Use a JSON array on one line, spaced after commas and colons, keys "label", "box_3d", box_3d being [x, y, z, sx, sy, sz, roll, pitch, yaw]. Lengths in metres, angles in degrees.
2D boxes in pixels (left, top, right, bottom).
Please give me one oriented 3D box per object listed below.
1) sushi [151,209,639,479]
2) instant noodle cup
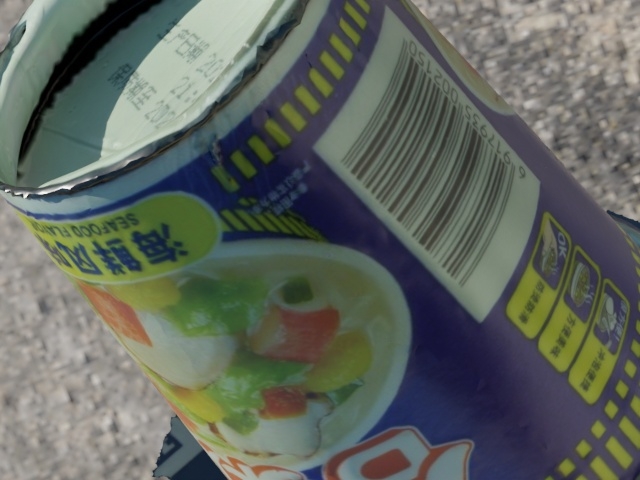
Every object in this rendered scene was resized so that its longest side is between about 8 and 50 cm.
[{"label": "sushi", "box_3d": [0.052, 0.082, 1.049, 0.050, 0.264, 0.290, -111, 43, -70]}, {"label": "instant noodle cup", "box_3d": [0.000, 0.000, 0.775, 0.284, 0.284, 0.312, 8, 148, 46]}]
